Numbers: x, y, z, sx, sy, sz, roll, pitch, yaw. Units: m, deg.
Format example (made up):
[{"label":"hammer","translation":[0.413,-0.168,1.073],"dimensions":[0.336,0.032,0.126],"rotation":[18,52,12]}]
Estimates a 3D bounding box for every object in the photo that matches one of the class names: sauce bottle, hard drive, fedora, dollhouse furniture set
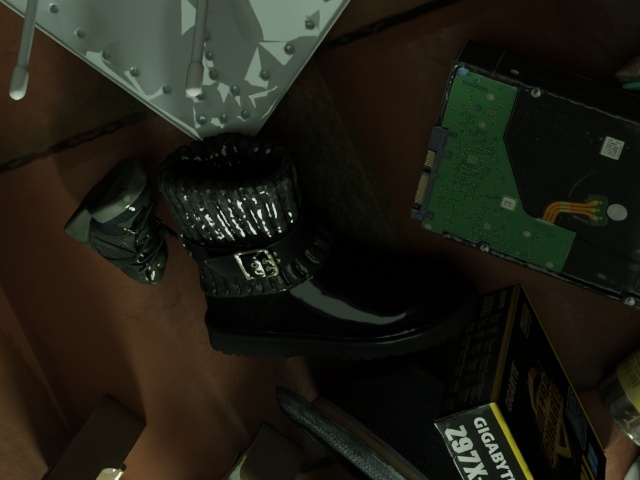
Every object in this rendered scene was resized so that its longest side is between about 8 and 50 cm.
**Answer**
[{"label":"sauce bottle","translation":[0.475,0.103,1.712],"dimensions":[0.111,0.111,0.344],"rotation":[45,114,-7]},{"label":"hard drive","translation":[0.285,-0.064,1.672],"dimensions":[0.339,0.064,0.237],"rotation":[19,129,8]},{"label":"fedora","translation":[0.100,0.223,1.764],"dimensions":[0.334,0.334,0.152],"rotation":[40,81,-5]},{"label":"dollhouse furniture set","translation":[-0.186,0.412,1.884],"dimensions":[0.394,0.256,0.362],"rotation":[37,113,-4]}]

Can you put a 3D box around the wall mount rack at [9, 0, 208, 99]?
[{"label":"wall mount rack","translation":[-0.232,-0.316,1.631],"dimensions":[0.350,0.130,0.304],"rotation":[0,110,13]}]

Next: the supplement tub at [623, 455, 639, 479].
[{"label":"supplement tub","translation":[0.495,0.393,1.754],"dimensions":[0.316,0.228,0.228],"rotation":[17,113,5]}]

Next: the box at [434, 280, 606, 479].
[{"label":"box","translation":[0.233,0.225,1.693],"dimensions":[0.079,0.322,0.257],"rotation":[-21,105,19]}]

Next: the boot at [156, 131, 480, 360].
[{"label":"boot","translation":[-0.002,0.002,1.730],"dimensions":[0.348,0.131,0.260],"rotation":[-5,121,10]}]

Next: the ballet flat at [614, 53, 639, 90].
[{"label":"ballet flat","translation":[0.473,-0.214,1.611],"dimensions":[0.316,0.107,0.106],"rotation":[0,90,6]}]

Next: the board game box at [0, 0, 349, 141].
[{"label":"board game box","translation":[-0.148,-0.350,1.699],"dimensions":[0.390,0.050,0.390],"rotation":[36,113,-3]}]

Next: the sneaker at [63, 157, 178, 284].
[{"label":"sneaker","translation":[-0.214,-0.021,1.775],"dimensions":[0.130,0.087,0.227],"rotation":[34,155,-11]}]
